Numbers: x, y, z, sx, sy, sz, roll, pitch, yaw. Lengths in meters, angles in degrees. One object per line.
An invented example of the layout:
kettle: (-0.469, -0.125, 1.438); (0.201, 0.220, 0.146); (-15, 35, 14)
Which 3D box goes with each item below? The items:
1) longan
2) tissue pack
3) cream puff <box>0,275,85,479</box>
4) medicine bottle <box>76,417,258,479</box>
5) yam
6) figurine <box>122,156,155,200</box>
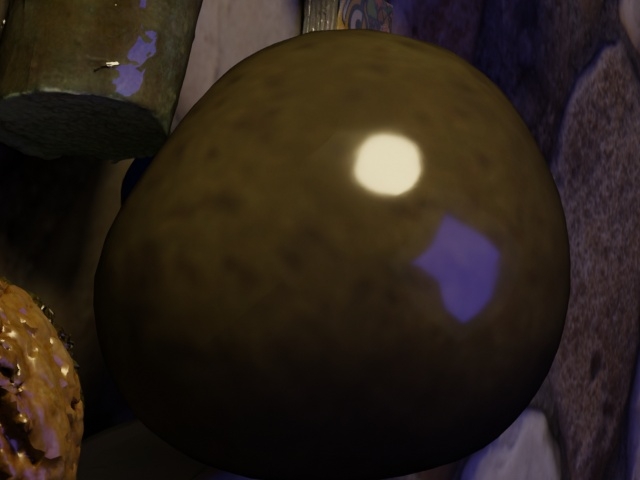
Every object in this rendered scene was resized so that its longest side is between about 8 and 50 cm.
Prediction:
longan: (0.009, 0.004, 0.802); (0.246, 0.246, 0.215); (-47, 160, -50)
tissue pack: (0.018, -0.147, 1.108); (0.083, 0.035, 0.063); (21, 72, -61)
cream puff: (-0.176, 0.079, 0.667); (0.169, 0.183, 0.183); (-62, 148, -78)
medicine bottle: (-0.079, 0.271, 0.859); (0.179, 0.124, 0.324); (-33, 120, -58)
yam: (-0.098, -0.170, 0.828); (0.106, 0.106, 0.259); (36, 60, -56)
figurine: (-0.003, -0.010, 0.992); (0.274, 0.133, 0.193); (37, 46, -40)
